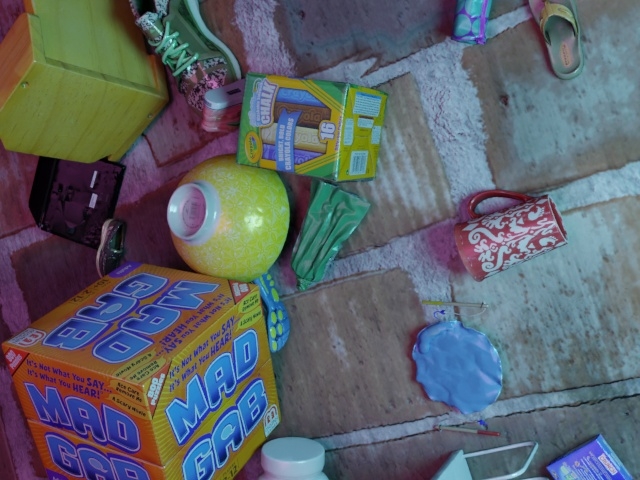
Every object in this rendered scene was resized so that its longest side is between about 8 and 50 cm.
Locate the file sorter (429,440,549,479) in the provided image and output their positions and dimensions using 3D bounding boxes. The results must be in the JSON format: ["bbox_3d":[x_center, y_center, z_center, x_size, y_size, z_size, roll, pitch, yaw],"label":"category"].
[{"bbox_3d":[0.329,0.520,1.283,0.173,0.193,0.277,-19,86,26],"label":"file sorter"}]

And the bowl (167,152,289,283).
[{"bbox_3d":[-0.224,-0.053,1.527,0.289,0.156,0.289,-4,82,34],"label":"bowl"}]

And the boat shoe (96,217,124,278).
[{"bbox_3d":[-0.508,0.024,1.781,0.049,0.056,0.152,12,101,33],"label":"boat shoe"}]

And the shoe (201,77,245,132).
[{"bbox_3d":[-0.168,-0.279,1.509,0.063,0.178,0.081,47,141,25],"label":"shoe"}]

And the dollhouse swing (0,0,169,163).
[{"bbox_3d":[-0.566,-0.398,1.612,0.315,0.347,0.305,-42,66,26],"label":"dollhouse swing"}]

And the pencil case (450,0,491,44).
[{"bbox_3d":[0.275,-0.423,1.287,0.070,0.064,0.151,24,109,51],"label":"pencil case"}]

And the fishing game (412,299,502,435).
[{"bbox_3d":[0.259,0.237,1.380,0.189,0.041,0.264,-6,98,38],"label":"fishing game"}]

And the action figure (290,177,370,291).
[{"bbox_3d":[0.000,0.000,1.486,0.137,0.063,0.232,30,105,22],"label":"action figure"}]

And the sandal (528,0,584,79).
[{"bbox_3d":[0.398,-0.360,1.233,0.072,0.049,0.180,-16,87,30],"label":"sandal"}]

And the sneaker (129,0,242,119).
[{"bbox_3d":[-0.320,-0.423,1.555,0.158,0.182,0.410,-34,81,29],"label":"sneaker"}]

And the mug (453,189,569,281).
[{"bbox_3d":[0.327,-0.024,1.275,0.169,0.113,0.150,-23,86,26],"label":"mug"}]

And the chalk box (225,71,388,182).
[{"bbox_3d":[-0.044,-0.225,1.422,0.289,0.180,0.179,14,102,26],"label":"chalk box"}]

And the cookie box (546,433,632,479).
[{"bbox_3d":[0.469,0.405,1.275,0.107,0.040,0.092,-41,75,27],"label":"cookie box"}]

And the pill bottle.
[{"bbox_3d":[-0.059,0.566,1.521,0.162,0.162,0.278,5,98,29],"label":"pill bottle"}]

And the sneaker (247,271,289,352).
[{"bbox_3d":[-0.124,0.151,1.577,0.078,0.067,0.188,-29,76,36],"label":"sneaker"}]

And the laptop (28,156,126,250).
[{"bbox_3d":[-0.625,-0.136,1.856,0.264,0.136,0.234,20,107,0],"label":"laptop"}]

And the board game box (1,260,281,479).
[{"bbox_3d":[-0.341,0.297,1.487,0.356,0.356,0.356,8,119,28],"label":"board game box"}]
